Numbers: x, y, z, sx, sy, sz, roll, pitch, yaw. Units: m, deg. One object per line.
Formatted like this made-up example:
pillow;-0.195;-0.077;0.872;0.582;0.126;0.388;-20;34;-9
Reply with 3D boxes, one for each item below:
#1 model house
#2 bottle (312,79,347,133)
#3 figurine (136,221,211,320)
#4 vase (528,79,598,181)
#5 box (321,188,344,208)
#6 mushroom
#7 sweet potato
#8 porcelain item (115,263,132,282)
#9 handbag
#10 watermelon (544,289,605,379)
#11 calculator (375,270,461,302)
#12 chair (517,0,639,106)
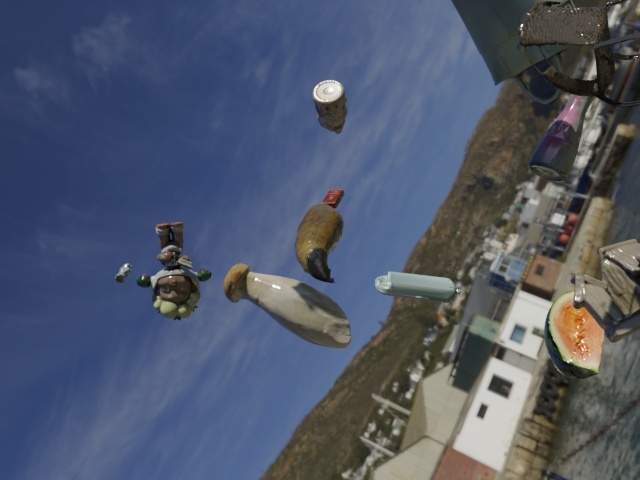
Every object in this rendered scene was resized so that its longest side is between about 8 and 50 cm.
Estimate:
model house;0.593;0.087;1.115;0.229;0.188;0.122;-22;-37;-9
bottle;0.031;-0.376;1.669;0.099;0.099;0.152;-60;-23;-21
figurine;-0.294;0.064;1.173;0.093;0.147;0.197;-123;29;-68
vase;0.530;-0.238;1.255;0.214;0.086;0.086;-64;-21;-4
box;0.041;-0.137;1.937;0.082;0.051;0.023;-61;-42;-43
mushroom;-0.077;0.160;1.446;0.128;0.350;0.128;23;-90;-81
sweet potato;-0.005;-0.001;1.614;0.423;0.130;0.131;-79;1;-66
porcelain item;-0.541;0.088;1.604;0.036;0.028;0.083;-52;16;13
handbag;0.401;-0.423;1.157;0.109;0.315;0.241;-39;10;-25
watermelon;0.695;0.245;1.654;0.159;0.128;0.303;-33;20;45
calculator;0.279;0.132;1.673;0.141;0.246;0.045;-61;-24;-76
chair;0.419;-0.297;0.884;0.174;0.213;0.149;-63;-37;-27
